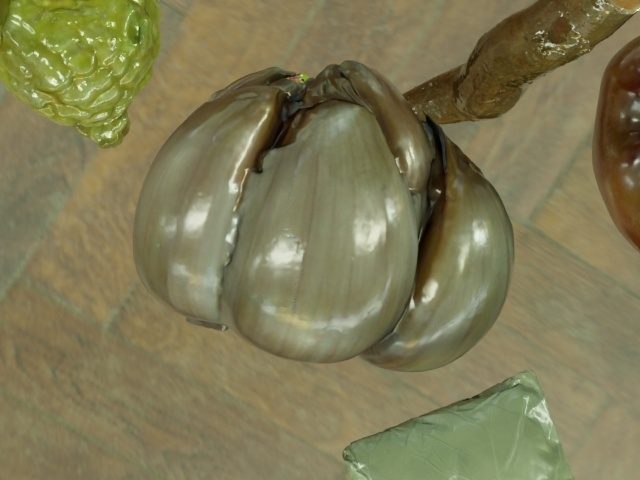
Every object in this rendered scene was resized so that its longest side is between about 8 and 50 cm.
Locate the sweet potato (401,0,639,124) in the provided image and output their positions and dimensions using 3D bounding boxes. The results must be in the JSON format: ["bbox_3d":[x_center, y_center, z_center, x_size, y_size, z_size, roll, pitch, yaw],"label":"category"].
[{"bbox_3d":[0.139,-0.131,1.208,0.067,0.281,0.059,-22,83,-31],"label":"sweet potato"}]

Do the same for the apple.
[{"bbox_3d":[0.321,-0.074,1.282,0.234,0.234,0.234,-3,104,-13],"label":"apple"}]

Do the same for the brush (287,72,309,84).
[{"bbox_3d":[-0.052,-0.161,1.699,0.083,0.021,0.019,-10,127,15],"label":"brush"}]

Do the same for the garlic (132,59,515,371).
[{"bbox_3d":[0.000,0.000,0.946,0.214,0.160,0.191,26,125,16],"label":"garlic"}]

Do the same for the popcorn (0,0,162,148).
[{"bbox_3d":[-0.280,-0.227,1.795,0.206,0.237,0.251,-29,128,-30],"label":"popcorn"}]

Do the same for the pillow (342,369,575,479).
[{"bbox_3d":[0.199,0.334,2.006,0.281,0.076,0.274,-20,85,-16],"label":"pillow"}]
